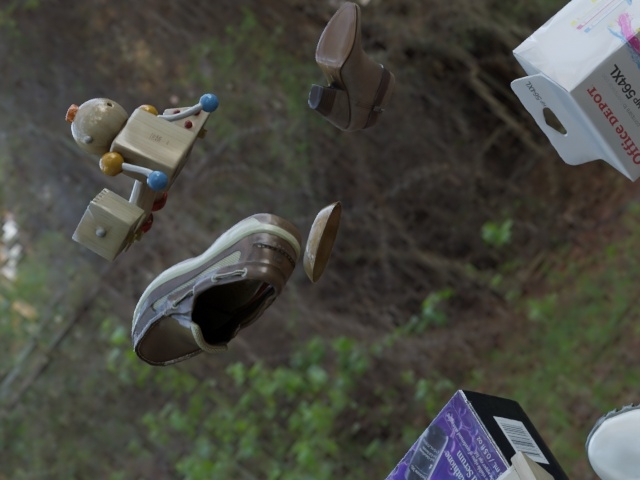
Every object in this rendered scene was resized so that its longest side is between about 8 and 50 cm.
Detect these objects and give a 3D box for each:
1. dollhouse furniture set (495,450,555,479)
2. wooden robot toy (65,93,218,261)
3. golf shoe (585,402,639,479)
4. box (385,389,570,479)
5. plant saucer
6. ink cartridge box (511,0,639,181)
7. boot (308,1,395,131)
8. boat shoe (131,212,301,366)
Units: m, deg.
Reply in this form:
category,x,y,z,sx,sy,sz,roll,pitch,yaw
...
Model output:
category,x,y,z,sx,sy,sz,roll,pitch,yaw
dollhouse furniture set,0.228,0.378,1.343,0.198,0.303,0.286,-46,24,11
wooden robot toy,-0.127,-0.050,0.996,0.076,0.079,0.173,-59,2,39
golf shoe,0.325,0.214,1.344,0.120,0.272,0.105,-22,-58,-44
box,0.173,0.303,1.895,0.108,0.153,0.207,15,-60,-40
plant saucer,0.000,0.000,1.562,0.083,0.015,0.083,17,-90,-80
ink cartridge box,0.208,-0.116,1.083,0.143,0.092,0.090,-41,29,1
boot,0.036,-0.159,1.513,0.087,0.042,0.118,7,-68,-44
boat shoe,-0.119,0.071,1.648,0.257,0.095,0.095,-43,29,41
